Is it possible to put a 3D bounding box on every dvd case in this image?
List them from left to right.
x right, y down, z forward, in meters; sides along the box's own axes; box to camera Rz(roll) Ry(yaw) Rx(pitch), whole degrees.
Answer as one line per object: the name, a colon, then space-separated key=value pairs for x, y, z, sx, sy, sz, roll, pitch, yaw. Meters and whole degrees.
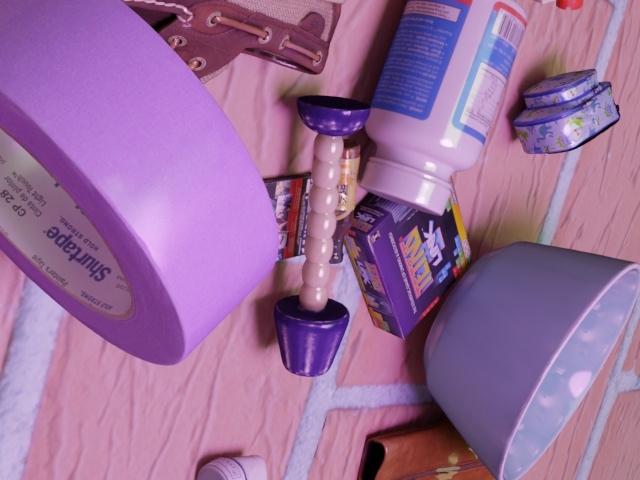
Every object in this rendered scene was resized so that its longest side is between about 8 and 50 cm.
dvd case: x=-0.051 y=-0.019 z=1.015 sx=0.119 sy=0.013 sz=0.087 roll=-13 pitch=117 yaw=-47

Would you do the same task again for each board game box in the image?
board game box: x=0.101 y=0.004 z=1.173 sx=0.141 sy=0.048 sz=0.170 roll=-46 pitch=137 yaw=-26

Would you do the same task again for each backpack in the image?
backpack: x=0.294 y=-0.157 z=1.276 sx=0.114 sy=0.105 sz=0.084 roll=-35 pitch=109 yaw=-32

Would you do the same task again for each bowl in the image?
bowl: x=0.241 y=0.124 z=1.267 sx=0.311 sy=0.163 sz=0.311 roll=-43 pitch=152 yaw=-29

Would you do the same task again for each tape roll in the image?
tape roll: x=-0.158 y=-0.047 z=0.672 sx=0.090 sy=0.275 sz=0.275 roll=-46 pitch=137 yaw=-25

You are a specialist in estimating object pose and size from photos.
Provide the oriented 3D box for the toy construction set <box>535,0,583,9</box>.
toy construction set: x=0.193 y=-0.378 z=1.030 sx=0.215 sy=0.151 sz=0.328 roll=-33 pitch=119 yaw=-35

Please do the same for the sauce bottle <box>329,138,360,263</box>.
sauce bottle: x=0.017 y=-0.039 z=1.060 sx=0.042 sy=0.042 sz=0.128 roll=-17 pitch=118 yaw=-44

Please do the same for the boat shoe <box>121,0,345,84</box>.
boat shoe: x=-0.103 y=-0.172 z=0.803 sx=0.342 sy=0.123 sz=0.123 roll=-11 pitch=115 yaw=-53

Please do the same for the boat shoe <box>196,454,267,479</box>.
boat shoe: x=-0.090 y=0.333 z=1.084 sx=0.076 sy=0.083 sz=0.226 roll=-4 pitch=110 yaw=-47

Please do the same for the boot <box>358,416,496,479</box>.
boot: x=0.162 y=0.346 z=1.372 sx=0.280 sy=0.096 sz=0.264 roll=-15 pitch=119 yaw=-44

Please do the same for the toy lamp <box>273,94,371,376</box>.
toy lamp: x=0.000 y=0.000 z=1.012 sx=0.080 sy=0.080 sz=0.275 roll=-11 pitch=116 yaw=-46

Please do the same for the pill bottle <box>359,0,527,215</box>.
pill bottle: x=0.117 y=-0.144 z=1.054 sx=0.124 sy=0.124 sz=0.221 roll=21 pitch=89 yaw=-51
